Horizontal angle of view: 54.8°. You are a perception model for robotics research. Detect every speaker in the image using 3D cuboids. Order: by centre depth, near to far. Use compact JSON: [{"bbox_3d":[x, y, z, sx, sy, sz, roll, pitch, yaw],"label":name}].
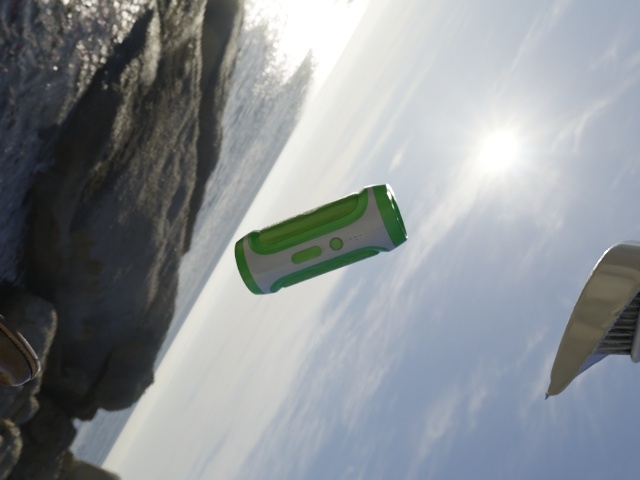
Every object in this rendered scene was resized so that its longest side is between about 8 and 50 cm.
[{"bbox_3d":[0.000,0.000,1.112,0.296,0.131,0.131,-21,-162,12],"label":"speaker"}]

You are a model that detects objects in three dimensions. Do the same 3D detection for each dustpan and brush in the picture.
[{"bbox_3d":[0.253,0.025,0.476,0.147,0.060,0.211,-13,117,-42],"label":"dustpan and brush"}]

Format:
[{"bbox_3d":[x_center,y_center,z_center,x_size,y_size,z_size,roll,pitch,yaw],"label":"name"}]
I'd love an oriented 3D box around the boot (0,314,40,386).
[{"bbox_3d":[-0.485,0.118,0.775,0.112,0.305,0.115,-9,-134,22],"label":"boot"}]
